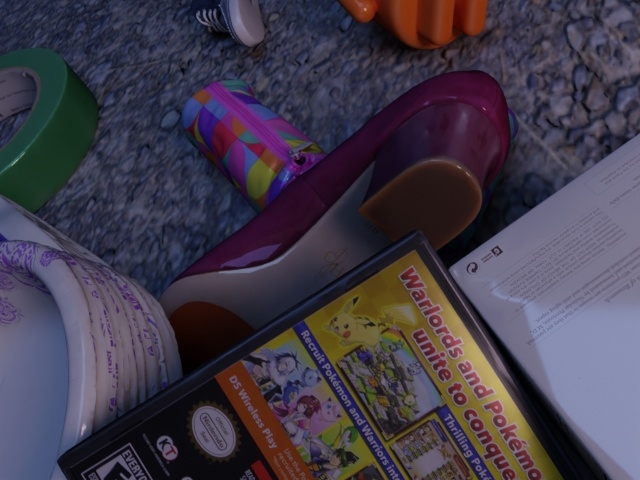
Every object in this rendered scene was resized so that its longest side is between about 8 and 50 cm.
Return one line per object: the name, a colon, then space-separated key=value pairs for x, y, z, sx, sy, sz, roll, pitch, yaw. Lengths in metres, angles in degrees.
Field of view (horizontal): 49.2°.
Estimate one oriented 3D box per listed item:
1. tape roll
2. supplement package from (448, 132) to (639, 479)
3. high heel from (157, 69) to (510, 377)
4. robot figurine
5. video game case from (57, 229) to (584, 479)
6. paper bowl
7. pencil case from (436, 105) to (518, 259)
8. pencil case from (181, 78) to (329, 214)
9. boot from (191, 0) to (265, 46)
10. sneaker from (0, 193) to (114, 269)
tape roll: x=-0.473 y=-0.137 z=0.994 sx=0.322 sy=0.077 sz=0.321 roll=-14 pitch=49 yaw=17
supplement package: x=0.224 y=0.061 z=0.413 sx=0.194 sy=0.149 sz=0.203 roll=-36 pitch=52 yaw=5
high heel: x=0.000 y=0.000 z=0.599 sx=0.377 sy=0.127 sz=0.181 roll=-29 pitch=19 yaw=34
robot figurine: x=0.100 y=-0.301 z=0.794 sx=0.158 sy=0.128 sz=0.219 roll=-46 pitch=46 yaw=11
video game case: x=0.026 y=0.174 z=0.408 sx=0.248 sy=0.035 sz=0.274 roll=-33 pitch=88 yaw=1
paper bowl: x=-0.224 y=0.152 z=0.560 sx=0.284 sy=0.148 sz=0.284 roll=-13 pitch=67 yaw=32
pencil case: x=0.124 y=-0.059 z=0.631 sx=0.065 sy=0.070 sz=0.151 roll=-8 pitch=47 yaw=53
pencil case: x=-0.059 y=-0.091 z=0.732 sx=0.104 sy=0.104 sz=0.236 roll=-41 pitch=47 yaw=-8
boot: x=-0.132 y=-0.309 z=0.969 sx=0.086 sy=0.069 sz=0.190 roll=-26 pitch=39 yaw=16
sneaker: x=-0.370 y=0.078 z=0.753 sx=0.323 sy=0.130 sz=0.236 roll=27 pitch=81 yaw=34
